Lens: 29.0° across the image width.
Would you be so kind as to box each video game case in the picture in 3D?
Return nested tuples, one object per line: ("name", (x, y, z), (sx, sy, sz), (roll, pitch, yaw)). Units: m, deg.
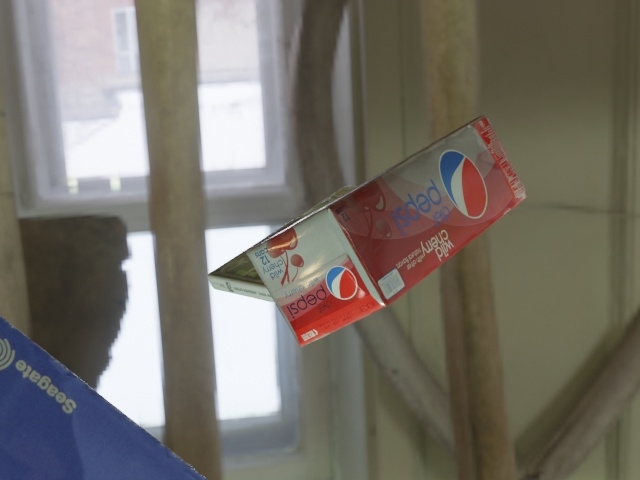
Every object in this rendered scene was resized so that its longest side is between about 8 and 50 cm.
("video game case", (0.000, 0.000, 1.226), (0.190, 0.022, 0.173), (-34, -162, -23))

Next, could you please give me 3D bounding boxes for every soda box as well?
("soda box", (0.061, -0.014, 0.969), (0.092, 0.083, 0.263), (-29, -179, 38))

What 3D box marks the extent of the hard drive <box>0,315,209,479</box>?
("hard drive", (-0.197, 0.201, 0.622), (0.040, 0.210, 0.318), (-38, -164, 48))
